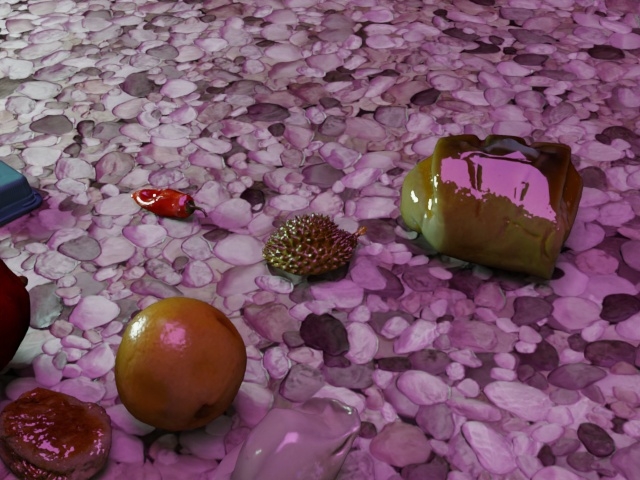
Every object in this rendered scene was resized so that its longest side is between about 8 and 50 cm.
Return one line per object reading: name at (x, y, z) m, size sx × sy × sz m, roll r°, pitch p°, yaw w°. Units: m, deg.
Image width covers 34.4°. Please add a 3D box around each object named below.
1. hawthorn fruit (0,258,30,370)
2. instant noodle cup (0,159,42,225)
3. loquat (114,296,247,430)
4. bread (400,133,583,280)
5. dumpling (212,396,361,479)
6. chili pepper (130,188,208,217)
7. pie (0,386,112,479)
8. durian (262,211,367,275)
hawthorn fruit at (-0.592, 0.122, 1.647) m, size 0.265 × 0.265 × 0.307 m, roll 21°, pitch 26°, yaw 26°
instant noodle cup at (-0.667, -0.104, 2.077) m, size 0.179 × 0.070 × 0.157 m, roll 29°, pitch 45°, yaw 34°
loquat at (-0.216, 0.187, 1.583) m, size 0.208 × 0.208 × 0.208 m, roll 0°, pitch 38°, yaw 0°
bread at (0.320, -0.100, 1.952) m, size 0.341 × 0.210 × 0.300 m, roll 15°, pitch 38°, yaw 19°
dumpling at (-0.062, 0.313, 1.513) m, size 0.252 × 0.131 × 0.179 m, roll -39°, pitch 28°, yaw -12°
chili pepper at (-0.302, -0.077, 2.051) m, size 0.191 × 0.050 × 0.059 m, roll 12°, pitch 56°, yaw 27°
pie at (-0.401, 0.291, 1.561) m, size 0.193 × 0.079 × 0.163 m, roll 25°, pitch 41°, yaw 28°
durian at (0.000, 0.000, 1.914) m, size 0.208 × 0.102 × 0.146 m, roll -13°, pitch 34°, yaw -22°
